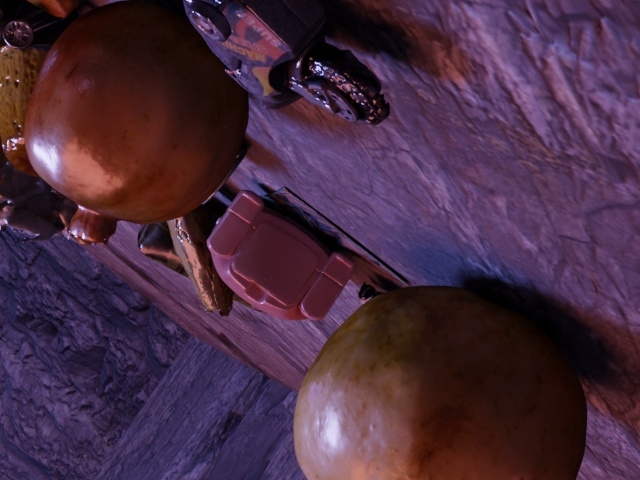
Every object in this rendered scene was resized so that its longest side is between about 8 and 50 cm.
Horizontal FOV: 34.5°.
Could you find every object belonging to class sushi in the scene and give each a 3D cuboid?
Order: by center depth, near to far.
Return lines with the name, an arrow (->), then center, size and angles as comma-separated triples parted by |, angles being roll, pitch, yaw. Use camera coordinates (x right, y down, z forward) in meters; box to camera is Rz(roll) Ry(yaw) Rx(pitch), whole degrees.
sushi -> -0.489, -0.129, 1.608 | 0.417, 0.176, 0.417 | 14, -166, -4

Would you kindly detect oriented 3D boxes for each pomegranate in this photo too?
pomegranate -> -0.207, -0.120, 1.131 | 0.229, 0.270, 0.252 | 27, 174, -4
pomegranate -> 0.141, 0.264, 1.333 | 0.410, 0.410, 0.410 | 32, 166, 9

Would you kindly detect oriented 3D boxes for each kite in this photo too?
kite -> 0.000, 0.000, 1.611 | 0.335, 0.011, 0.314 | 27, 165, 30

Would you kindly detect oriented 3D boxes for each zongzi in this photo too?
zongzi -> -0.194, 0.018, 1.927 | 0.286, 0.134, 0.288 | 31, -179, -7

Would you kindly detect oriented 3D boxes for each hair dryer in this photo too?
hair dryer -> -0.269, -0.239, 1.258 | 0.219, 0.075, 0.195 | 18, -162, -7

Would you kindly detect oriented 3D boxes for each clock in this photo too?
clock -> -0.079, 0.045, 1.643 | 0.227, 0.142, 0.241 | 34, 170, -3

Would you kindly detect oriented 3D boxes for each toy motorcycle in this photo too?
toy motorcycle -> -0.070, -0.203, 0.876 | 0.307, 0.108, 0.173 | 43, 170, -24

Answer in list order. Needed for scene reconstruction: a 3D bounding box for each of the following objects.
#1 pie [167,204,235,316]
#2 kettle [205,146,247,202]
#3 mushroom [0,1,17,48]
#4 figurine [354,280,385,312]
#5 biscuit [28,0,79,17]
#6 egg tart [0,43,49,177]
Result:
pie -> -0.210, -0.008, 1.700 | 0.128, 0.068, 0.282 | -87, -18, -66
kettle -> -0.183, -0.133, 1.400 | 0.148, 0.098, 0.127 | 41, 171, -12
mushroom -> -0.476, -0.268, 1.547 | 0.151, 0.156, 0.285 | 21, 169, -37
figurine -> 0.114, 0.152, 1.669 | 0.137, 0.112, 0.229 | 23, 155, 35
biscuit -> -0.377, -0.390, 1.011 | 0.349, 0.078, 0.455 | 33, 168, -9
egg tart -> -0.356, -0.171, 1.408 | 0.202, 0.147, 0.202 | 0, 159, 0
